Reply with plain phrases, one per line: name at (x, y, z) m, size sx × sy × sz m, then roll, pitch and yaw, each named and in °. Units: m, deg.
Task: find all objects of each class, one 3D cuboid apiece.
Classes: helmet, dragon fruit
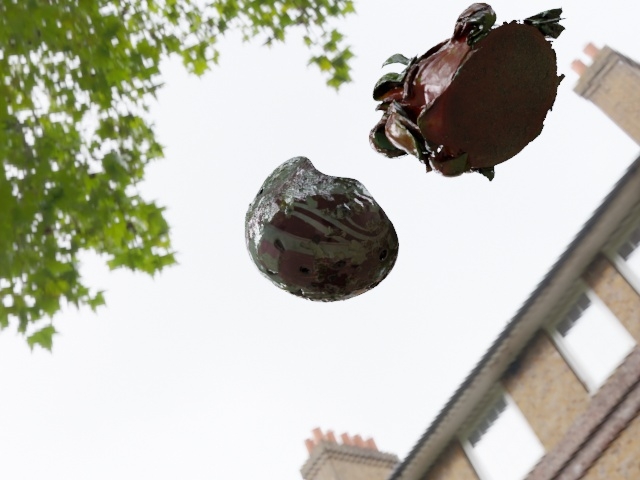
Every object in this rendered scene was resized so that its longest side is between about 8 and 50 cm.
helmet at (-0.013, 0.003, 1.111) m, size 0.107 × 0.177 × 0.153 m, roll -40°, pitch -27°, yaw -51°
dragon fruit at (0.107, -0.116, 0.800) m, size 0.142 × 0.175 × 0.138 m, roll -47°, pitch -55°, yaw -43°
